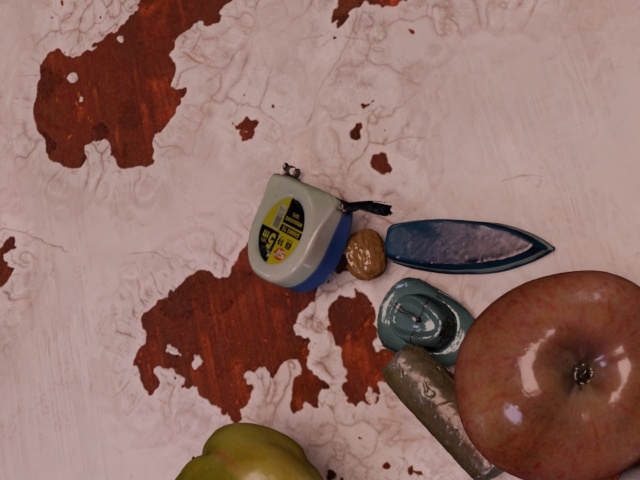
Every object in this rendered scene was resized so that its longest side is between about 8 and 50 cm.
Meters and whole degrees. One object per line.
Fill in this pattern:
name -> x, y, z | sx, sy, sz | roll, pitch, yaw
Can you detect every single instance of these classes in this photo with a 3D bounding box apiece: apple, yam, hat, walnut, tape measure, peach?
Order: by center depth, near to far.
apple -> 0.368, 0.199, 1.455 | 0.344, 0.269, 0.345 | -4, 64, 9
yam -> 0.218, 0.289, 1.633 | 0.106, 0.106, 0.259 | -48, 63, 11
peach -> -0.117, 0.476, 1.654 | 0.281, 0.314, 0.316 | -37, 88, -17
hat -> 0.173, 0.140, 1.699 | 0.190, 0.078, 0.138 | 22, 88, 29
tape measure -> 0.000, 0.000, 1.749 | 0.351, 0.097, 0.215 | 25, 93, 53
walnut -> 0.082, 0.028, 1.769 | 0.079, 0.082, 0.096 | 139, 132, -59

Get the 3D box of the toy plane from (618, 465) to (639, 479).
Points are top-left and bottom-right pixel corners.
toy plane -> 0.542, 0.412, 1.425 | 0.244, 0.117, 0.245 | 22, 116, 54

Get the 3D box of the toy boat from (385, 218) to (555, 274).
toy boat -> 0.253, 0.008, 1.693 | 0.299, 0.061, 0.096 | 1, 80, 27
